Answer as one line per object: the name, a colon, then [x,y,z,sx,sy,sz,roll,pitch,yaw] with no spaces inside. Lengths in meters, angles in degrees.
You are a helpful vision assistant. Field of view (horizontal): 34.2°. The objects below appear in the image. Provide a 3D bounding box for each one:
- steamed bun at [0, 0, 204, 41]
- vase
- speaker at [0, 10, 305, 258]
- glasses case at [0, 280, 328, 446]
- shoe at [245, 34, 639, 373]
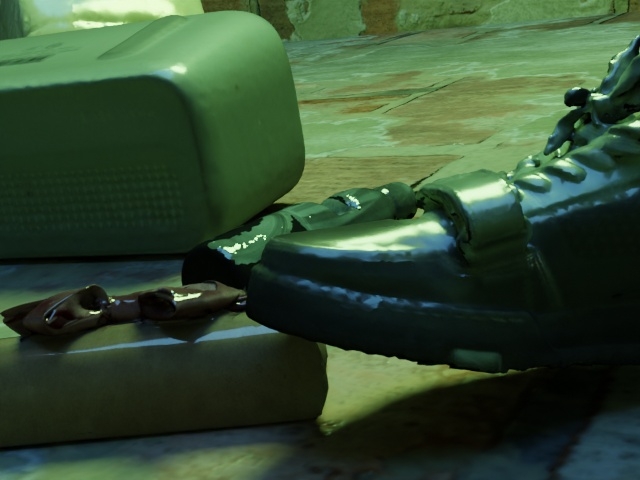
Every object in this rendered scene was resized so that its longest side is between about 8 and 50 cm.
steamed bun: [-0.250,-0.200,1.283,0.290,0.273,0.272,-19,34,-26]
vase: [0.000,0.000,0.703,0.060,0.060,0.211,5,20,40]
speaker: [-0.236,-0.085,0.922,0.406,0.183,0.184,-2,21,20]
glasses case: [-0.091,0.050,0.546,0.194,0.070,0.102,-6,14,6]
shoe: [0.114,-0.022,0.481,0.293,0.149,0.109,3,11,-12]
